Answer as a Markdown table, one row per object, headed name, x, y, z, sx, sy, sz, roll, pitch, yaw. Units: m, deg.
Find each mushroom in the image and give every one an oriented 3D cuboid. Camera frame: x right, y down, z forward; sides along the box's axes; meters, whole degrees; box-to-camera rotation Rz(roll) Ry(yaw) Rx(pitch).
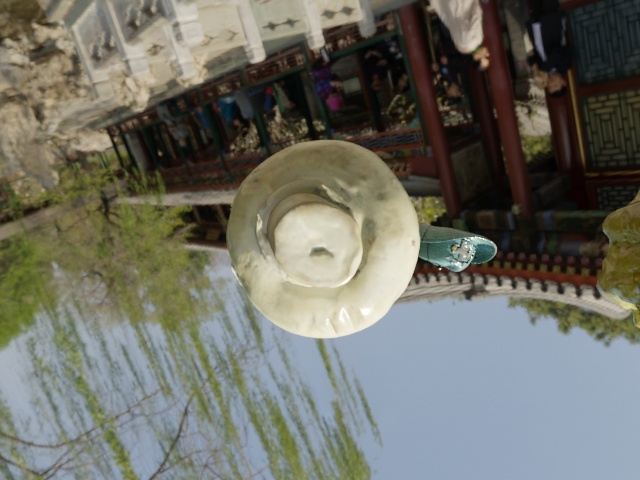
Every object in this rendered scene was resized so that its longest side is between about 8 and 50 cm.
| name | x | y | z | sx | sy | sz | roll | pitch | yaw |
| --- | --- | --- | --- | --- | --- | --- | --- | --- | --- |
| mushroom | 0.021 | -0.002 | 0.843 | 0.315 | 0.315 | 0.356 | -26 | -160 | -30 |

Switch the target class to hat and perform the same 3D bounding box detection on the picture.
| name | x | y | z | sx | sy | sz | roll | pitch | yaw |
| --- | --- | --- | --- | --- | --- | --- | --- | --- | --- |
| hat | 0.226 | 0.017 | 1.003 | 0.138 | 0.077 | 0.191 | 24 | 175 | -30 |

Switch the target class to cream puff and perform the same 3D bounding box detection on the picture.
| name | x | y | z | sx | sy | sz | roll | pitch | yaw |
| --- | --- | --- | --- | --- | --- | --- | --- | --- | --- |
| cream puff | 0.642 | 0.012 | 0.909 | 0.323 | 0.274 | 0.270 | -28 | 171 | 1 |
